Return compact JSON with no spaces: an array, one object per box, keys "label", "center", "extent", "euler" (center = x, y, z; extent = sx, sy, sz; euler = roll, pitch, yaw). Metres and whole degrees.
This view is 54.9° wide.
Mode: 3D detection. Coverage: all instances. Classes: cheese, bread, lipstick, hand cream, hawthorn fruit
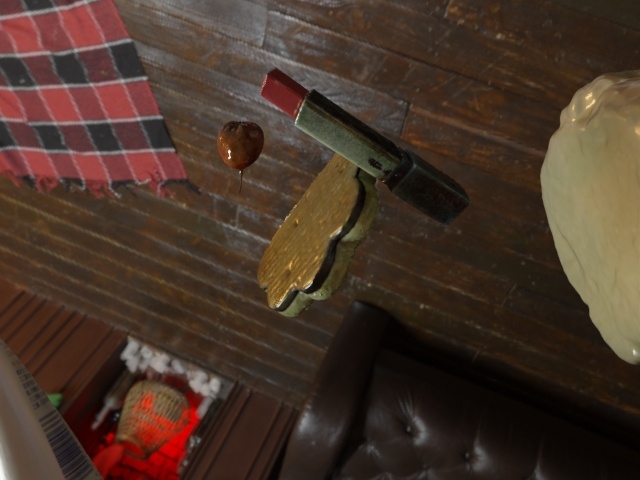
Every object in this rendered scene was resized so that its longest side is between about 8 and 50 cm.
[{"label":"cheese","center":[0.355,-0.019,0.663],"extent":[0.115,0.318,0.326],"euler":[-17,105,-2]},{"label":"bread","center":[0.000,0.000,0.850],"extent":[0.056,0.207,0.286],"euler":[23,126,-24]},{"label":"lipstick","center":[0.055,-0.114,0.754],"extent":[0.312,0.051,0.051],"euler":[29,119,-26]},{"label":"hand cream","center":[-0.252,0.161,0.521],"extent":[0.247,0.083,0.133],"euler":[63,151,4]},{"label":"hawthorn fruit","center":[-0.109,-0.118,0.866],"extent":[0.067,0.067,0.103],"euler":[6,119,20]}]
